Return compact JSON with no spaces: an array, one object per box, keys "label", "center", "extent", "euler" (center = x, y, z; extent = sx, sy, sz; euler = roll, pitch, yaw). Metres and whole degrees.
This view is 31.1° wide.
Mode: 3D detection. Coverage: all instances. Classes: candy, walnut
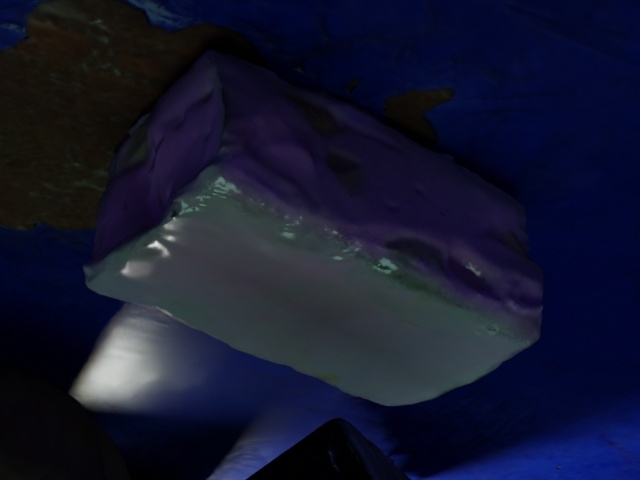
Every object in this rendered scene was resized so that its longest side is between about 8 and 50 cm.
[{"label":"candy","center":[0.000,0.000,0.729],"extent":[0.265,0.116,0.155],"euler":[26,142,-29]},{"label":"walnut","center":[-0.296,0.234,0.947],"extent":[0.285,0.285,0.296],"euler":[8,153,-10]}]

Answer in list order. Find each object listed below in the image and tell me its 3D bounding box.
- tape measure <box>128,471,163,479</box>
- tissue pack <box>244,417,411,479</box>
[{"label":"tape measure","center":[-0.230,0.316,1.212],"extent":[0.186,0.112,0.199],"euler":[18,142,-20]},{"label":"tissue pack","center":[-0.057,0.403,1.066],"extent":[0.416,0.264,0.253],"euler":[-35,145,5]}]
